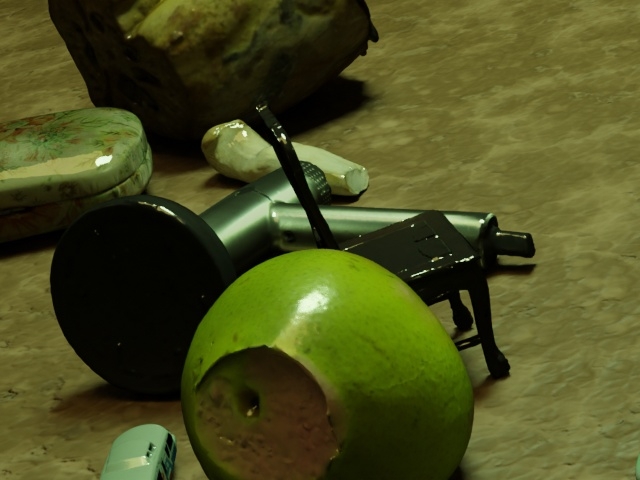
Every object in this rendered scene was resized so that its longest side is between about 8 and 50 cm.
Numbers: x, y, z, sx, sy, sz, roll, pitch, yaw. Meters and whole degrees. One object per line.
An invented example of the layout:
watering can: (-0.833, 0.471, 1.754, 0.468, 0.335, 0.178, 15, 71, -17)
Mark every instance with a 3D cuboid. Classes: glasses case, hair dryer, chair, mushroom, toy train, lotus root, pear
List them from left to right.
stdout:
glasses case: (-0.371, -0.044, 1.928, 0.425, 0.098, 0.156, -11, 27, 7)
toy train: (-0.127, 0.179, 1.330, 0.043, 0.047, 0.207, -13, 24, 8)
lotus root: (-0.122, -0.240, 2.015, 0.250, 0.316, 0.316, -42, 32, -20)
mushroom: (-0.033, -0.074, 1.865, 0.059, 0.054, 0.202, -29, 31, -35)
hair dryer: (-0.010, -0.010, 1.580, 0.284, 0.156, 0.320, -11, 12, 36)
pear: (0.009, 0.095, 1.279, 0.187, 0.187, 0.219, -3, 11, 25)
chair: (0.043, -0.004, 1.421, 0.113, 0.229, 0.106, -20, 24, -7)

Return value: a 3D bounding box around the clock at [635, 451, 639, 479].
clock: (0.263, 0.134, 1.209, 0.135, 0.041, 0.101, -2, 25, 25)
